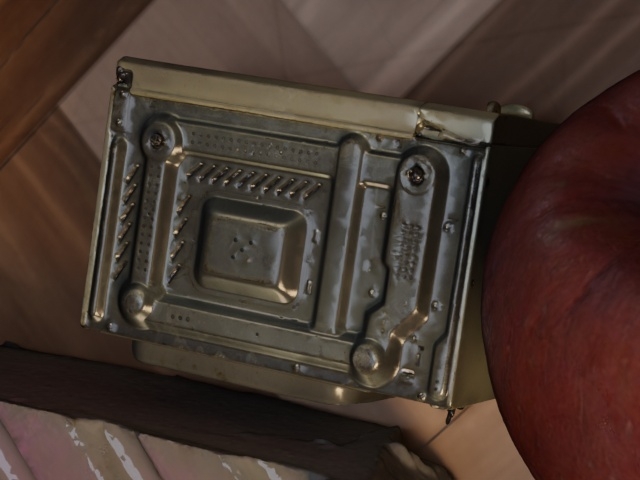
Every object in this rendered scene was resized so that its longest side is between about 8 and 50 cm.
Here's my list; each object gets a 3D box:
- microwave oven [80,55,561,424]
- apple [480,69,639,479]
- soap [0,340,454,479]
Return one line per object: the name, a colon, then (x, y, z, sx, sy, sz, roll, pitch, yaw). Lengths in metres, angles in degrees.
microwave oven: (0.000, 0.000, 1.155, 0.240, 0.145, 0.194, 11, 93, 25)
apple: (0.227, 0.050, 0.978, 0.305, 0.235, 0.306, -15, 42, 13)
soap: (-0.094, 0.116, 1.192, 0.258, 0.159, 0.302, -42, 76, 24)
